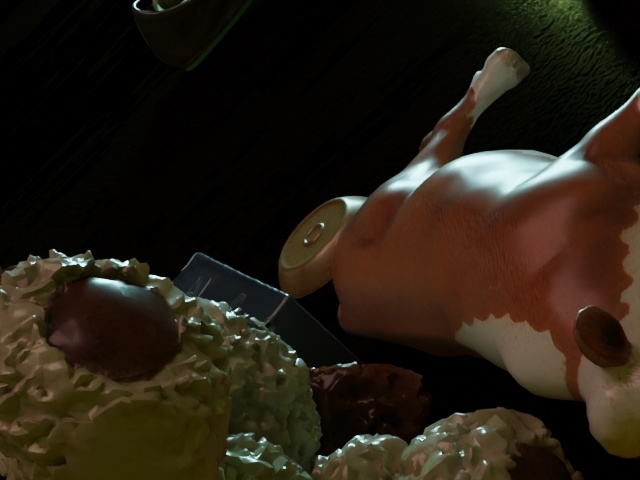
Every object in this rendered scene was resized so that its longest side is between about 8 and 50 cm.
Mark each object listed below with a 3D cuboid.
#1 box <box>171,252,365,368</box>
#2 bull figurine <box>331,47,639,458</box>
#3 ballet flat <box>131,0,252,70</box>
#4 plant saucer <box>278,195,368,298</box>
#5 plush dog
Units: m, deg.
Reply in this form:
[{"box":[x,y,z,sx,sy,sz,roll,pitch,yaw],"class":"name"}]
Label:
[{"box":[-0.062,0.102,0.873,0.156,0.093,0.158,-50,21,-8],"class":"box"},{"box":[0.110,-0.004,0.735,0.188,0.101,0.310,-50,24,-16],"class":"bull figurine"},{"box":[-0.066,-0.274,1.503,0.280,0.096,0.095,-42,22,12],"class":"ballet flat"},{"box":[0.000,0.000,1.035,0.083,0.015,0.083,-38,24,20],"class":"plant saucer"},{"box":[-0.052,0.102,0.682,0.210,0.262,0.225,-60,22,18],"class":"plush dog"}]
